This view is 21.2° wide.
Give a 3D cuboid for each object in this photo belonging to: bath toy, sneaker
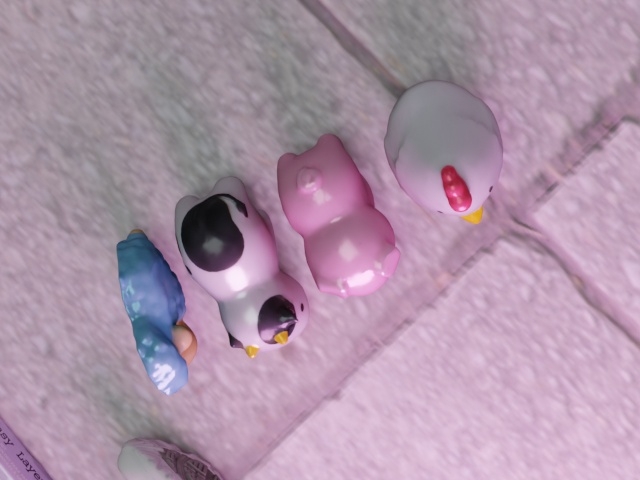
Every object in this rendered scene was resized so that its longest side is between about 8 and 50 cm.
[{"bbox_3d":[0.000,0.000,1.424,0.348,0.129,0.151,-28,125,12],"label":"bath toy"},{"bbox_3d":[-0.108,0.277,1.494,0.115,0.090,0.232,-43,88,15],"label":"sneaker"}]

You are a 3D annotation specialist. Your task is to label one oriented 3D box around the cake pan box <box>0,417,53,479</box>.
[{"bbox_3d":[-0.339,0.293,1.543,0.246,0.070,0.267,-38,88,9],"label":"cake pan box"}]
